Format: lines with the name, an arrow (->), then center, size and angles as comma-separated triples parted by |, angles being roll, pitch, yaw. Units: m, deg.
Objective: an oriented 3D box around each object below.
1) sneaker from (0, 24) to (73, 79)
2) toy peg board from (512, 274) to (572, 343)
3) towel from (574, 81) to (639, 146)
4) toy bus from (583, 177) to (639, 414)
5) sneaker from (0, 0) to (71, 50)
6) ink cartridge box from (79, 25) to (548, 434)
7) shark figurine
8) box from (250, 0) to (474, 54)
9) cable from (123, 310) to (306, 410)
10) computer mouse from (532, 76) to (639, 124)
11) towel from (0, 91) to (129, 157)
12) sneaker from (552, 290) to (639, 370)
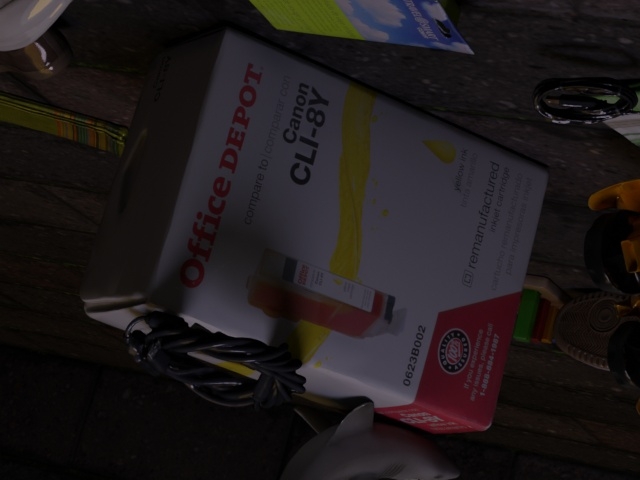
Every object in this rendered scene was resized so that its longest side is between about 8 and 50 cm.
sneaker -> -0.320, -0.204, 1.828 | 0.188, 0.066, 0.071 | 6, 139, 42
toy peg board -> 0.235, 0.097, 2.368 | 0.161, 0.079, 0.160 | 8, 165, 30
towel -> 0.305, -0.102, 1.587 | 0.152, 0.023, 0.113 | 29, 160, -38
toy bus -> 0.365, 0.038, 1.674 | 0.211, 0.220, 0.149 | -13, -177, -40
sneaker -> -0.322, -0.234, 1.541 | 0.305, 0.114, 0.152 | 5, 165, 38
ink cartridge box -> 0.000, 0.000, 1.779 | 0.384, 0.279, 0.160 | 22, 165, -26
shark figurine -> 0.017, 0.211, 1.749 | 0.166, 0.278, 0.116 | 40, 127, 13
box -> 0.029, -0.193, 1.460 | 0.178, 0.042, 0.109 | 9, 167, 24
cable -> -0.084, 0.108, 1.652 | 0.150, 0.047, 0.184 | 2, 157, 21
computer mouse -> 0.293, -0.103, 1.501 | 0.242, 0.041, 0.071 | 12, 145, 4
towel -> -0.338, -0.142, 2.163 | 0.237, 0.021, 0.102 | 16, 166, -1
sneaker -> 0.432, 0.134, 2.250 | 0.282, 0.099, 0.153 | 3, 160, 35
